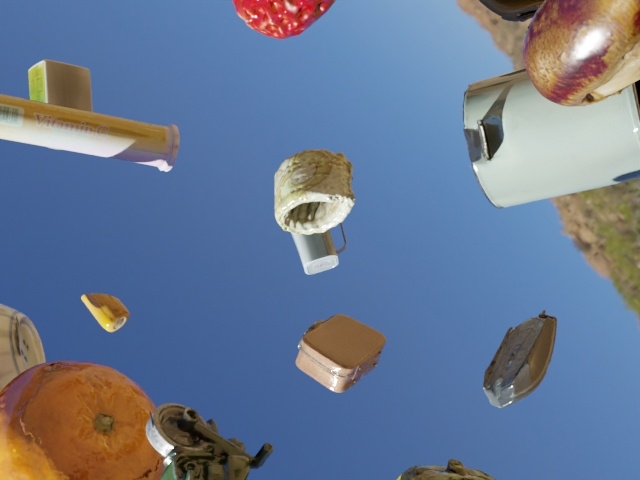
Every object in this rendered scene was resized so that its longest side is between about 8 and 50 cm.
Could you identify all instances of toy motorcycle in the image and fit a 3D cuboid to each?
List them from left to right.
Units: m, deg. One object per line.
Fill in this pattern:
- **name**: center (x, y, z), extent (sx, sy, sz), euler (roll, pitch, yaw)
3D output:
- **toy motorcycle**: center (-0.141, 0.319, 0.903), extent (0.127, 0.205, 0.275), euler (21, -153, -27)

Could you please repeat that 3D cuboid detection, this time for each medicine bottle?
- **medicine bottle**: center (-0.610, -0.316, 2.042), extent (0.132, 0.088, 0.189), euler (5, -105, -48)
- **medicine bottle**: center (-0.520, -0.237, 1.849), extent (0.425, 0.108, 0.108), euler (9, -141, -29)

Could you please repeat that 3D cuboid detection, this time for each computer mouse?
- **computer mouse**: center (0.396, 0.233, 1.676), extent (0.071, 0.126, 0.231), euler (42, -123, -11)

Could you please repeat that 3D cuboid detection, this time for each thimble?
- **thimble**: center (-0.011, -0.109, 1.885), extent (0.137, 0.190, 0.144), euler (48, -146, -42)

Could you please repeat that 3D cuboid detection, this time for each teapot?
- **teapot**: center (-0.668, 0.245, 1.607), extent (0.424, 0.279, 0.252), euler (-109, 5, -51)

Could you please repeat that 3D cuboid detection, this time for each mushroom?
- **mushroom**: center (0.352, -0.253, 0.919), extent (0.163, 0.297, 0.278), euler (53, -159, -7)

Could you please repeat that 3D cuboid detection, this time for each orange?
- **orange**: center (-0.370, 0.317, 1.298), extent (0.283, 0.226, 0.284), euler (27, -145, -21)

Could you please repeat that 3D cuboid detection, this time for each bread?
- **bread**: center (-0.448, 0.138, 1.811), extent (0.103, 0.062, 0.049), euler (46, 167, 23)

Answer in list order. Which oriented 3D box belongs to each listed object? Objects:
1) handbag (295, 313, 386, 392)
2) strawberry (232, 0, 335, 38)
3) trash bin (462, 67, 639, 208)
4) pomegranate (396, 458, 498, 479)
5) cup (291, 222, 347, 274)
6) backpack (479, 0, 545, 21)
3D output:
- **handbag**: center (0.040, 0.231, 1.832), extent (0.151, 0.072, 0.193), euler (29, -150, 23)
- **strawberry**: center (-0.065, -0.528, 1.509), extent (0.317, 0.345, 0.295), euler (30, -159, 14)
- **trash bin**: center (0.388, -0.180, 1.379), extent (0.277, 0.262, 0.217), euler (-12, -90, -60)
- **pomegranate**: center (0.150, 0.440, 1.135), extent (0.235, 0.302, 0.236), euler (21, 175, 2)
- **cup**: center (0.000, 0.000, 2.122), extent (0.095, 0.128, 0.130), euler (84, 169, -68)
- **backpack**: center (0.475, -0.630, 1.789), extent (0.201, 0.377, 0.354), euler (73, 180, -57)
